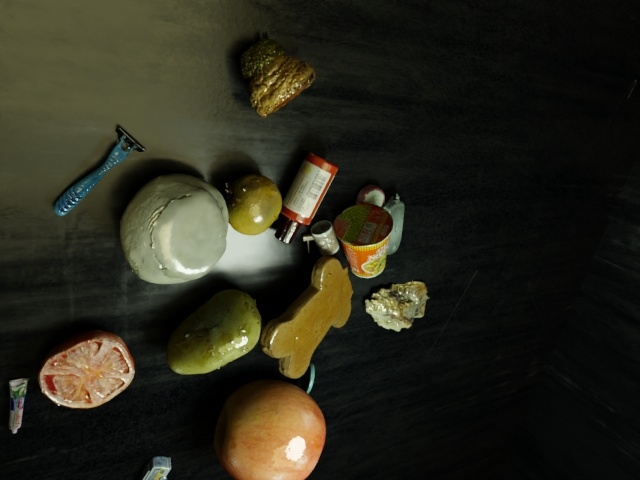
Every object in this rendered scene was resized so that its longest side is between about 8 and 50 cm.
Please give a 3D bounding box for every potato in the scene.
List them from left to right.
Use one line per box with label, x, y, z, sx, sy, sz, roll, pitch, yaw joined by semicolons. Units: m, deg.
potato;-0.312;0.280;1.334;0.307;0.210;0.173;-33;151;-10

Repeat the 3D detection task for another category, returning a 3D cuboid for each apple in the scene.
apple;-0.180;0.646;1.511;0.364;0.364;0.363;-14;120;-26

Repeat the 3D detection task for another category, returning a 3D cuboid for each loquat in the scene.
loquat;-0.184;-0.097;1.252;0.204;0.149;0.172;25;81;-58

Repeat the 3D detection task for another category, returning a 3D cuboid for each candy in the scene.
candy;-0.375;-0.029;1.148;0.296;0.185;0.295;-7;102;-37
candy;0.170;-0.137;1.519;0.103;0.043;0.103;-14;120;-25

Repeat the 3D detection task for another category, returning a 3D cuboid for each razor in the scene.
razor;-0.537;-0.156;1.070;0.253;0.042;0.082;-45;130;-4

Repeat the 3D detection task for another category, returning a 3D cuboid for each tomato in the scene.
tomato;-0.634;0.340;1.231;0.237;0.095;0.236;-12;120;-22

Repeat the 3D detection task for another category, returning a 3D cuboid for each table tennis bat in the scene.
table tennis bat;-0.064;0.540;1.686;0.033;0.124;0.201;16;127;-17

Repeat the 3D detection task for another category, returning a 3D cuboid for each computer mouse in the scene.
computer mouse;0.239;-0.060;1.586;0.113;0.068;0.229;-21;120;-46

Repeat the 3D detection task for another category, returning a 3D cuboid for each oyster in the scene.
oyster;0.321;0.274;1.788;0.355;0.107;0.201;-2;111;-31

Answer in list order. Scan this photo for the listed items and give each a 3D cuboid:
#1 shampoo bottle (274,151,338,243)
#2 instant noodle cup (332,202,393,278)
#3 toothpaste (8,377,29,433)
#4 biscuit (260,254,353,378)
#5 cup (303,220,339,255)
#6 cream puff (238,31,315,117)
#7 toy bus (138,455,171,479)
shampoo bottle;-0.054;-0.120;1.348;0.104;0.104;0.278;21;101;-37
instant noodle cup;0.147;0.014;1.496;0.193;0.193;0.212;-30;142;-16
toothpaste;-0.820;0.447;1.212;0.045;0.028;0.169;2;109;-40
biscuit;-0.032;0.258;1.508;0.394;0.076;0.368;-52;147;-23
cup;0.005;0.003;1.467;0.102;0.074;0.099;-33;127;-14
cream puff;-0.124;-0.429;1.131;0.183;0.183;0.169;-39;103;-9
toy bus;-0.584;0.828;1.536;0.075;0.064;0.190;28;97;-26
